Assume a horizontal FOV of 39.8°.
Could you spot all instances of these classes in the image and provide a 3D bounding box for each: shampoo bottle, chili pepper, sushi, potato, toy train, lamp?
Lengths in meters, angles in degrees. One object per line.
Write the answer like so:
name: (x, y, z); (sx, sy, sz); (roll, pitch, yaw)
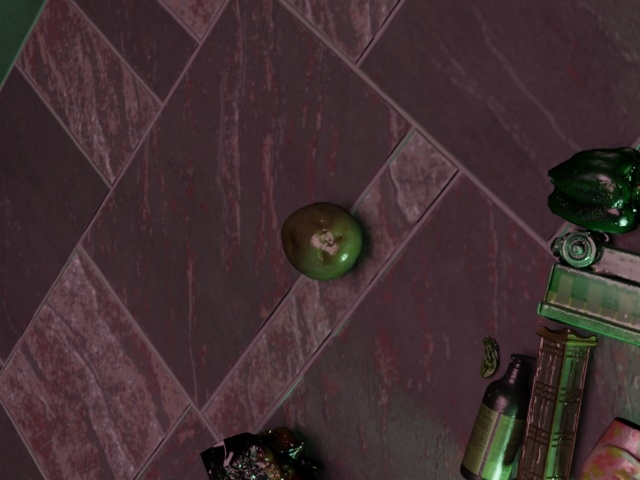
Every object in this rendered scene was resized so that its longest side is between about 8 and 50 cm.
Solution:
shampoo bottle: (0.375, 0.368, 1.828); (0.101, 0.101, 0.284); (22, 100, 34)
chili pepper: (0.566, -0.095, 1.670); (0.261, 0.174, 0.165); (12, 98, 40)
sushi: (-0.116, 0.560, 2.100); (0.212, 0.215, 0.227); (-37, 67, 28)
potato: (0.000, 0.000, 2.087); (0.235, 0.160, 0.178); (26, 78, 44)
toy train: (0.573, 0.091, 1.692); (0.301, 0.120, 0.202); (17, 101, 35)
lamp: (0.465, 0.338, 1.757); (0.089, 0.090, 0.325); (16, 98, 59)
chili pepper: (0.361, 0.252, 1.889); (0.034, 0.030, 0.091); (3, 87, 61)

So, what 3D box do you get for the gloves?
gloves: (0.556, 0.463, 1.687); (0.145, 0.126, 0.241); (23, 95, 31)
